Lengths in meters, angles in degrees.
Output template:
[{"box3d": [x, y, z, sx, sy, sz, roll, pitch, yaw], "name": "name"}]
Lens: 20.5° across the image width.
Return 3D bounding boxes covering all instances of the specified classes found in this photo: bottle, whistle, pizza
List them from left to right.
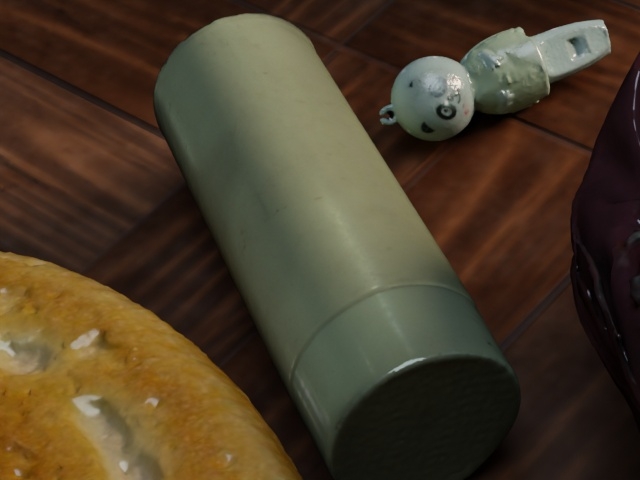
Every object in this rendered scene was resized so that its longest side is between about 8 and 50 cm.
[{"box3d": [-0.111, 0.120, 0.544, 0.228, 0.081, 0.289, -26, 44, -20], "name": "pizza"}, {"box3d": [0.000, 0.000, 0.642, 0.072, 0.072, 0.201, -22, 44, -7], "name": "bottle"}, {"box3d": [0.070, -0.066, 0.716, 0.100, 0.035, 0.035, -20, 44, -7], "name": "whistle"}]

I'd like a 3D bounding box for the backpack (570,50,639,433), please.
[{"box3d": [0.230, -0.020, 0.510, 0.317, 0.197, 0.283, -13, 46, 4], "name": "backpack"}]
